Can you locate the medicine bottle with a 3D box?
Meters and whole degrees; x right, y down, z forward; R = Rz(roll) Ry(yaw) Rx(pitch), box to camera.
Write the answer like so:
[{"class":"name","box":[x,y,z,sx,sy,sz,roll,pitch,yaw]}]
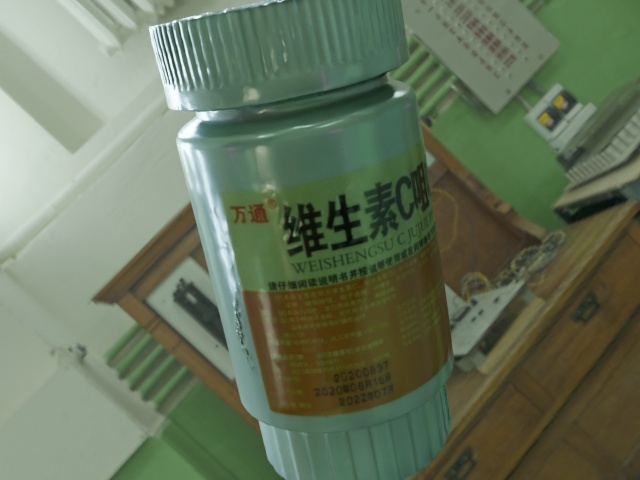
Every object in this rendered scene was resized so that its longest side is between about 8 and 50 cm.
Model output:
[{"class":"medicine bottle","box":[0.000,0.000,0.499,0.158,0.317,0.158,-9,19,3]}]
